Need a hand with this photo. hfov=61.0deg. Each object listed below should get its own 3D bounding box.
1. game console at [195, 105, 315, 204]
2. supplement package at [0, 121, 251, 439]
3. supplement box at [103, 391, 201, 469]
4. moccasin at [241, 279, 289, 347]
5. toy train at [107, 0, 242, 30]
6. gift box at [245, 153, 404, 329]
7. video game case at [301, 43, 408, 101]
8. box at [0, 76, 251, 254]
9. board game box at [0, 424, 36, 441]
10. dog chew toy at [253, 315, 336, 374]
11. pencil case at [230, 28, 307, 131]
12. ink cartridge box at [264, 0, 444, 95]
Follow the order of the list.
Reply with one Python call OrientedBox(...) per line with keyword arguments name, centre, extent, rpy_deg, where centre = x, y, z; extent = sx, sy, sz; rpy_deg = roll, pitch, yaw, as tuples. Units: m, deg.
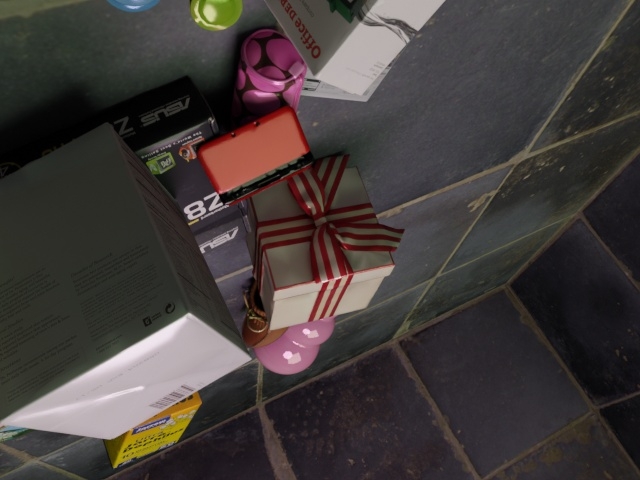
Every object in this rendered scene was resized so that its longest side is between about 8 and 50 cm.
OrientedBox(name="game console", centre=(-0.090, -0.116, 0.775), extent=(0.144, 0.085, 0.124), rpy_deg=(-26, -175, -4))
OrientedBox(name="supplement package", centre=(-0.243, 0.053, 0.626), extent=(0.199, 0.262, 0.198), rpy_deg=(-30, 154, -3))
OrientedBox(name="supplement box", centre=(-0.488, 0.459, 1.502), extent=(0.194, 0.195, 0.356), rpy_deg=(-13, 152, -35))
OrientedBox(name="moccasin", centre=(-0.124, 0.148, 1.360), extent=(0.147, 0.139, 0.380), rpy_deg=(-9, 149, -39))
OrientedBox(name="toy train", centre=(-0.108, -0.255, 0.515), extent=(0.248, 0.143, 0.105), rpy_deg=(4, 141, -44))
OrientedBox(name="gift box", centre=(0.000, 0.000, 1.067), extent=(0.277, 0.255, 0.258), rpy_deg=(-16, 156, -16))
OrientedBox(name="video game case", centre=(0.047, -0.285, 0.817), extent=(0.191, 0.022, 0.173), rpy_deg=(-7, 149, -41))
OrientedBox(name="box", centre=(-0.318, -0.033, 0.805), extent=(0.395, 0.097, 0.318), rpy_deg=(-26, 156, -11))
OrientedBox(name="board game box", centre=(-0.679, 0.364, 1.244), extent=(0.318, 0.065, 0.318), rpy_deg=(-12, 152, -36))
OrientedBox(name="dog chew toy", centre=(-0.053, 0.232, 1.561), extent=(0.207, 0.206, 0.331), rpy_deg=(4, 132, -53))
OrientedBox(name="pencil case", centre=(-0.074, -0.188, 0.775), extent=(0.095, 0.098, 0.209), rpy_deg=(-41, 165, -28))
OrientedBox(name="ink cartridge box", centre=(0.051, -0.301, 0.610), extent=(0.093, 0.160, 0.219), rpy_deg=(2, 141, -49))
